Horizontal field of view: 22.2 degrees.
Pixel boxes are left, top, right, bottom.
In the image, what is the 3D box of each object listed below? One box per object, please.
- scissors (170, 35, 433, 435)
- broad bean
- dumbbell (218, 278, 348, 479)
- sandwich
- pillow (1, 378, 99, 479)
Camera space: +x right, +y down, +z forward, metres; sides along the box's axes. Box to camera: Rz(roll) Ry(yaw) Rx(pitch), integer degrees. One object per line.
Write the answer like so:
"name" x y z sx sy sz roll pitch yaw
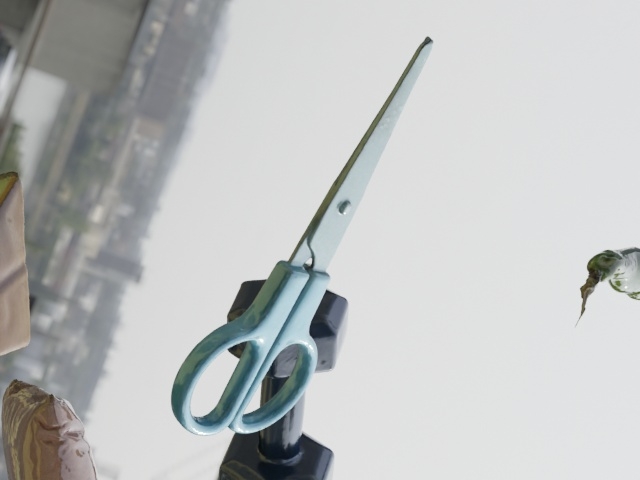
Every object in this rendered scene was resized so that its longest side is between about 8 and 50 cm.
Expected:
"scissors" 0.000 0.000 1.585 0.193 0.029 0.447 10 112 -54
"broad bean" 0.428 0.053 2.318 0.318 0.056 0.098 -9 123 -58
"dumbbell" -0.049 0.202 2.055 0.143 0.156 0.316 -120 -151 -53
"sandwich" -0.323 0.032 1.253 0.187 0.117 0.144 -21 105 -60
"pillow" -0.259 0.251 1.602 0.223 0.084 0.236 -167 -117 -73
